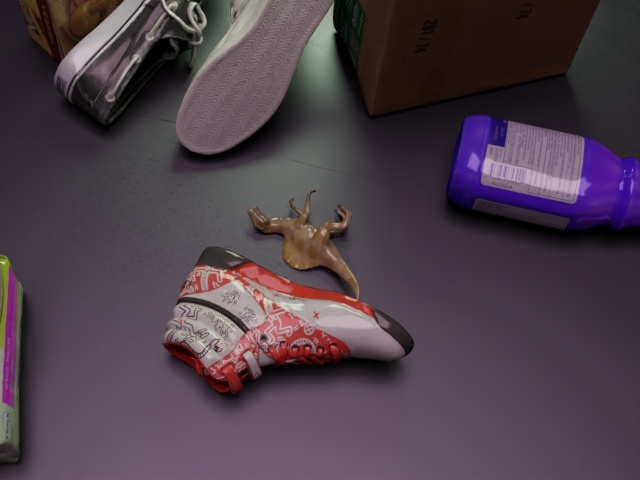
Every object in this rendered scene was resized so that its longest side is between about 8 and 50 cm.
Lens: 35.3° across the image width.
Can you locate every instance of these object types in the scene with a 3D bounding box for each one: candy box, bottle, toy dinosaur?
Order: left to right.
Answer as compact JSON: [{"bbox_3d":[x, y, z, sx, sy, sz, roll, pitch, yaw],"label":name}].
[{"bbox_3d":[-0.249,-0.385,1.312,0.087,0.183,0.316,43,69,15],"label":"candy box"},{"bbox_3d":[0.000,0.000,1.215,0.183,0.053,0.092,34,82,22],"label":"toy dinosaur"},{"bbox_3d":[0.301,-0.072,1.231,0.283,0.092,0.118,12,64,3],"label":"bottle"}]

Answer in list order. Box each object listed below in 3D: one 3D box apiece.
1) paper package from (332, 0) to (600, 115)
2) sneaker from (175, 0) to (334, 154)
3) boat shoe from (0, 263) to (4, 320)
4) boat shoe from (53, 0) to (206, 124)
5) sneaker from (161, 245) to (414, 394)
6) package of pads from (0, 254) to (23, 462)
[{"bbox_3d":[0.184,-0.334,1.227,0.310,0.325,0.168,-13,65,-10],"label":"paper package"},{"bbox_3d":[-0.090,-0.248,1.304,0.108,0.169,0.292,35,96,-22],"label":"sneaker"},{"bbox_3d":[-0.404,0.116,0.979,0.123,0.116,0.324,12,65,2],"label":"boat shoe"},{"bbox_3d":[-0.202,-0.276,1.302,0.105,0.113,0.306,39,70,9],"label":"boat shoe"},{"bbox_3d":[-0.043,0.119,1.124,0.270,0.090,0.145,21,65,12],"label":"sneaker"},{"bbox_3d":[-0.478,0.131,1.089,0.297,0.101,0.229,-4,64,-5],"label":"package of pads"}]
